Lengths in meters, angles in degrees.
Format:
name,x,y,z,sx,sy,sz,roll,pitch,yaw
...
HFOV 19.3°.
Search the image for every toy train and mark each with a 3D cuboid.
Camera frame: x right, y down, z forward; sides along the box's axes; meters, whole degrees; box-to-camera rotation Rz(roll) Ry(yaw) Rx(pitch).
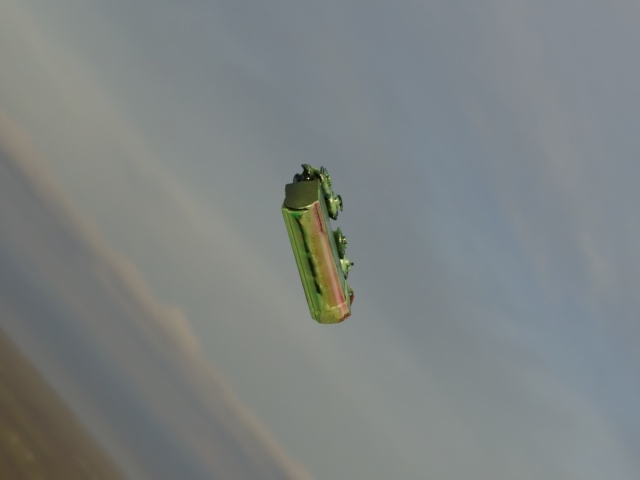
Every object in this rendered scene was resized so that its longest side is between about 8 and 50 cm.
name,x,y,z,sx,sy,sz,roll,pitch,yaw
toy train,0.000,0.000,1.618,0.071,0.038,0.148,-78,160,-48
